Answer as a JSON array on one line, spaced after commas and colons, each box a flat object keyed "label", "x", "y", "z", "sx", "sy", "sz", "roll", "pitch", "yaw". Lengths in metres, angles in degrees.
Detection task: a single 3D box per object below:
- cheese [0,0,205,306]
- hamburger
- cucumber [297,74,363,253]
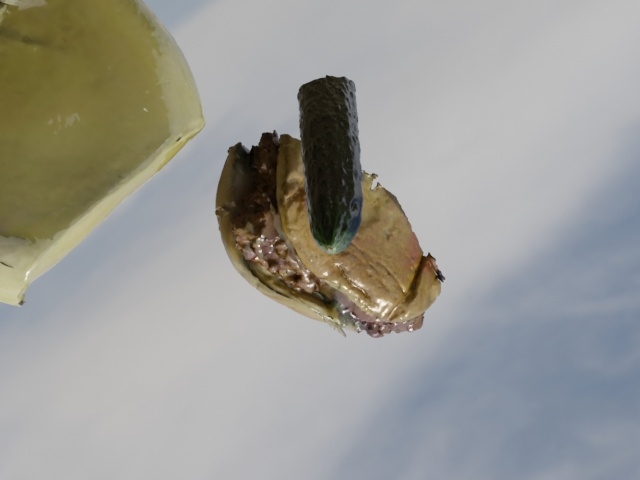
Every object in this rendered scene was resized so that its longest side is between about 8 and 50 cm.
[{"label": "cheese", "x": -0.252, "y": -0.134, "z": 1.188, "sx": 0.259, "sy": 0.316, "sz": 0.128, "roll": -43, "pitch": -176, "yaw": -29}, {"label": "hamburger", "x": 0.000, "y": 0.000, "z": 1.901, "sx": 0.245, "sy": 0.282, "sz": 0.155, "roll": -17, "pitch": 179, "yaw": -39}, {"label": "cucumber", "x": 0.007, "y": -0.066, "z": 1.347, "sx": 0.215, "sy": 0.052, "sz": 0.058, "roll": -92, "pitch": -154, "yaw": -49}]
